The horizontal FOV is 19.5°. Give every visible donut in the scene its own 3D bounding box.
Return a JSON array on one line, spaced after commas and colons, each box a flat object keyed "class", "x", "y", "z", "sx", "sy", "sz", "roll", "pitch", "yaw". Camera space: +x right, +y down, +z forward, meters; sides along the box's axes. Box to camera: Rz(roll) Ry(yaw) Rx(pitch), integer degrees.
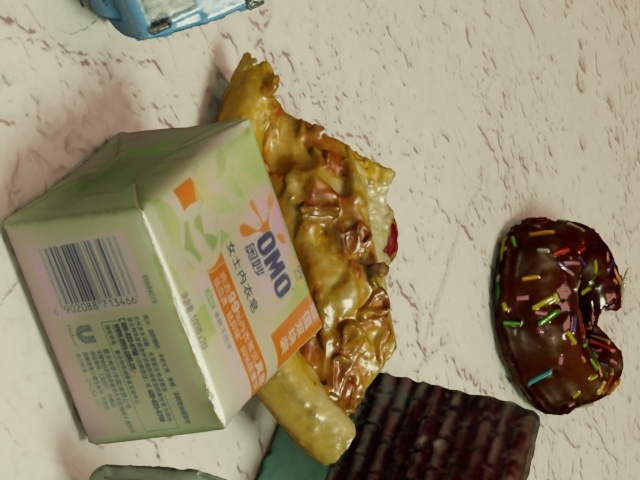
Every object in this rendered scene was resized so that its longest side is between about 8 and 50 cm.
[{"class": "donut", "x": 0.279, "y": 0.077, "z": 2.115, "sx": 0.216, "sy": 0.096, "sz": 0.230, "roll": 54, "pitch": 42, "yaw": -38}]

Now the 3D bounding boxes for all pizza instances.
[{"class": "pizza", "x": -0.012, "y": 0.012, "z": 1.607, "sx": 0.182, "sy": 0.074, "sz": 0.365, "roll": -2, "pitch": 76, "yaw": -17}]

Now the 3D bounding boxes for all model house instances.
[{"class": "model house", "x": 0.093, "y": 0.263, "z": 1.625, "sx": 0.230, "sy": 0.249, "sz": 0.280, "roll": 58, "pitch": 39, "yaw": -36}]

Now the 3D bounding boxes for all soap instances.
[{"class": "soap", "x": -0.116, "y": 0.028, "z": 1.439, "sx": 0.182, "sy": 0.138, "sz": 0.199, "roll": -45, "pitch": 121, "yaw": -54}]

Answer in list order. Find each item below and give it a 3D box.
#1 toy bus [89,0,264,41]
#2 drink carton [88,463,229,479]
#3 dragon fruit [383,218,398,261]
[{"class": "toy bus", "x": -0.144, "y": -0.273, "z": 1.453, "sx": 0.133, "sy": 0.116, "sz": 0.234, "roll": -28, "pitch": 112, "yaw": -14}, {"class": "drink carton", "x": -0.115, "y": 0.287, "z": 1.372, "sx": 0.191, "sy": 0.185, "sz": 0.189, "roll": 54, "pitch": 52, "yaw": -41}, {"class": "dragon fruit", "x": 0.000, "y": 0.000, "z": 1.690, "sx": 0.190, "sy": 0.094, "sz": 0.094, "roll": -16, "pitch": 98, "yaw": -47}]
